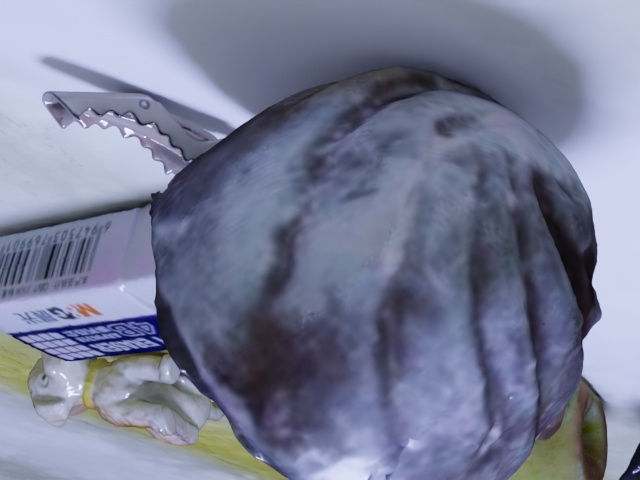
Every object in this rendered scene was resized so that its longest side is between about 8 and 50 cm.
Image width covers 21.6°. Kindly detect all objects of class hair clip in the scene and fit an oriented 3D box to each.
[{"bbox_3d":[-0.088,-0.066,1.179,0.226,0.072,0.034,29,150,-20],"label":"hair clip"}]

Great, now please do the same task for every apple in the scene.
[{"bbox_3d":[0.183,0.217,1.648,0.188,0.174,0.207,0,174,33],"label":"apple"}]

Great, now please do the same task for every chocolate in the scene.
[{"bbox_3d":[0.067,0.015,1.039,0.213,0.303,0.303,-38,135,27],"label":"chocolate"}]

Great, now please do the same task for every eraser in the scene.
[{"bbox_3d":[-0.166,0.037,1.433,0.287,0.086,0.130,-10,151,44],"label":"eraser"}]

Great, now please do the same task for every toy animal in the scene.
[{"bbox_3d":[-0.210,0.166,1.800,0.185,0.104,0.184,-1,166,18],"label":"toy animal"}]

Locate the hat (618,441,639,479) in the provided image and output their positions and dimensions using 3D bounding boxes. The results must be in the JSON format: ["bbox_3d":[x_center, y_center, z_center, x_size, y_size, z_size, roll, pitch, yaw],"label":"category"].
[{"bbox_3d":[0.361,0.234,1.613,0.128,0.265,0.265,36,179,39],"label":"hat"}]

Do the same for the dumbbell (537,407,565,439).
[{"bbox_3d":[0.111,0.125,1.540,0.231,0.092,0.082,7,-173,7],"label":"dumbbell"}]
